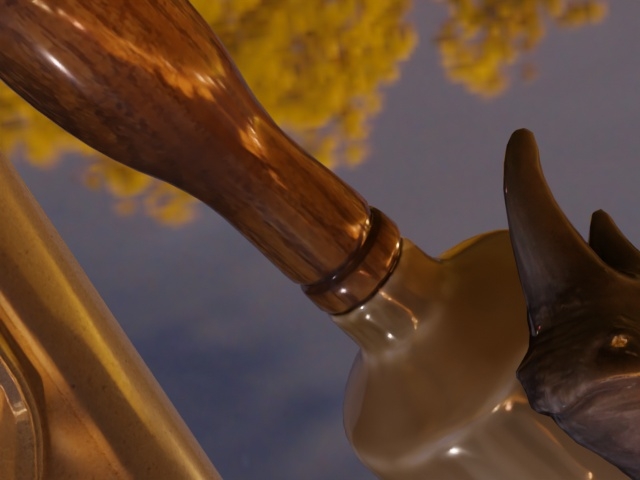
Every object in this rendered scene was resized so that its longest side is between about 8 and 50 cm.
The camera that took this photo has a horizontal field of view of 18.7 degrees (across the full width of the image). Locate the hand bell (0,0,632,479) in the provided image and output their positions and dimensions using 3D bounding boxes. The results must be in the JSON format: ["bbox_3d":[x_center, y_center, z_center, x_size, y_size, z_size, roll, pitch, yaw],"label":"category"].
[{"bbox_3d":[0.000,0.000,0.429,0.126,0.242,0.126,-38,-153,24],"label":"hand bell"}]

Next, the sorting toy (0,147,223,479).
[{"bbox_3d":[-0.083,0.153,0.458,0.229,0.307,0.041,-44,-157,-31],"label":"sorting toy"}]

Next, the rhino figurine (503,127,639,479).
[{"bbox_3d":[0.112,0.070,0.373,0.073,0.243,0.106,-31,-164,44],"label":"rhino figurine"}]
